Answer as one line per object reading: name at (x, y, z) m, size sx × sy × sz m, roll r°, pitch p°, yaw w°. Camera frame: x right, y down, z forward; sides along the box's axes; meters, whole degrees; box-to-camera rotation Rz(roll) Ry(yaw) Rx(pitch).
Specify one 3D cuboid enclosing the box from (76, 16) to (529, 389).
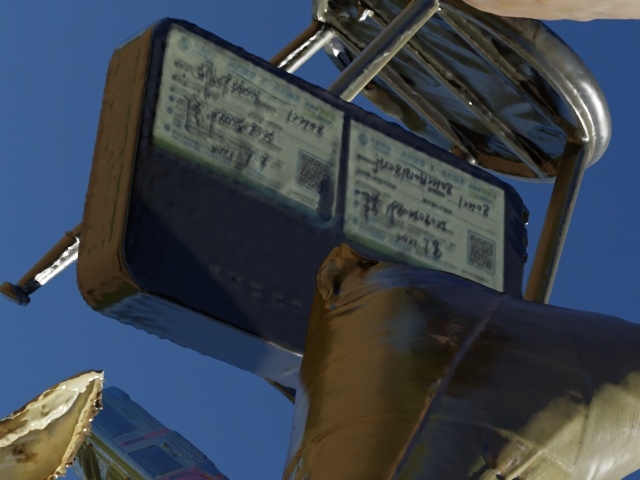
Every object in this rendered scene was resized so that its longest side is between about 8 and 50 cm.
box at (0.000, 0.000, 1.315) m, size 0.058 × 0.350 × 0.211 m, roll -27°, pitch -132°, yaw 45°

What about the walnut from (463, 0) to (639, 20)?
walnut at (0.152, -0.254, 1.094) m, size 0.227 × 0.273 × 0.273 m, roll -51°, pitch 158°, yaw -68°

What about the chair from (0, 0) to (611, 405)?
chair at (0.025, -0.015, 1.671) m, size 0.410 × 0.365 × 0.362 m, roll -57°, pitch -160°, yaw -19°

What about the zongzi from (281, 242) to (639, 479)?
zongzi at (0.130, 0.135, 1.069) m, size 0.274 × 0.300 × 0.145 m, roll -81°, pitch 178°, yaw -52°

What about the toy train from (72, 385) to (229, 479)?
toy train at (-0.163, 0.229, 1.811) m, size 0.409 × 0.089 × 0.086 m, roll -157°, pitch -127°, yaw -68°

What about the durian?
durian at (-0.207, 0.143, 1.403) m, size 0.066 × 0.130 × 0.052 m, roll 58°, pitch -10°, yaw -19°
